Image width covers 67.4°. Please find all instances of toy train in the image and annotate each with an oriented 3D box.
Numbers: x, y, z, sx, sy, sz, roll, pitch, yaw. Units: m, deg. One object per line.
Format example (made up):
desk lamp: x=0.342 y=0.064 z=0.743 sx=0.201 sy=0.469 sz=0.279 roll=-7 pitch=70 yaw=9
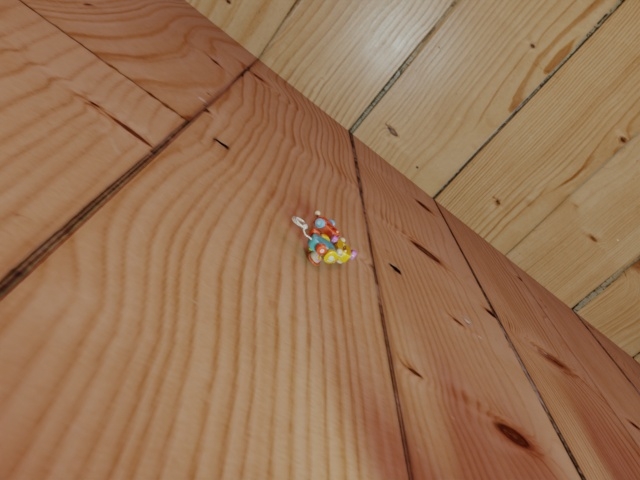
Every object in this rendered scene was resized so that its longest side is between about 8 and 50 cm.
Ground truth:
toy train: x=0.000 y=0.000 z=0.885 sx=0.125 sy=0.046 sz=0.166 roll=46 pitch=18 yaw=15
